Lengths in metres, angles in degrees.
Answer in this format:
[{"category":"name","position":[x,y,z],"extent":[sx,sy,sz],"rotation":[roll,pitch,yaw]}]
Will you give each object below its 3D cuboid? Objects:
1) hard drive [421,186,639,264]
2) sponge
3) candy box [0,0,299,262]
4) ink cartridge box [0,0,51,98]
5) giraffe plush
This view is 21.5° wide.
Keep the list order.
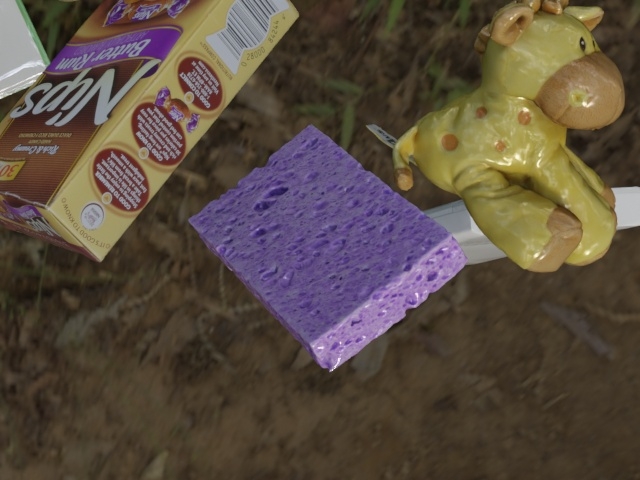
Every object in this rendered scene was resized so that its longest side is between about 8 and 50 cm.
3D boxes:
[{"category":"hard drive","position":[0.157,-0.008,1.684],"extent":[0.203,0.307,0.040],"rotation":[-3,84,-26]},{"category":"sponge","position":[0.000,0.000,1.142],"extent":[0.117,0.210,0.031],"rotation":[-37,124,-8]},{"category":"candy box","position":[-0.109,-0.081,0.953],"extent":[0.186,0.109,0.053],"rotation":[-54,128,-17]},{"category":"ink cartridge box","position":[-0.302,-0.192,1.399],"extent":[0.093,0.212,0.154],"rotation":[-26,103,-9]},{"category":"giraffe plush","position":[0.163,-0.101,1.296],"extent":[0.210,0.170,0.181],"rotation":[30,24,-1]}]
